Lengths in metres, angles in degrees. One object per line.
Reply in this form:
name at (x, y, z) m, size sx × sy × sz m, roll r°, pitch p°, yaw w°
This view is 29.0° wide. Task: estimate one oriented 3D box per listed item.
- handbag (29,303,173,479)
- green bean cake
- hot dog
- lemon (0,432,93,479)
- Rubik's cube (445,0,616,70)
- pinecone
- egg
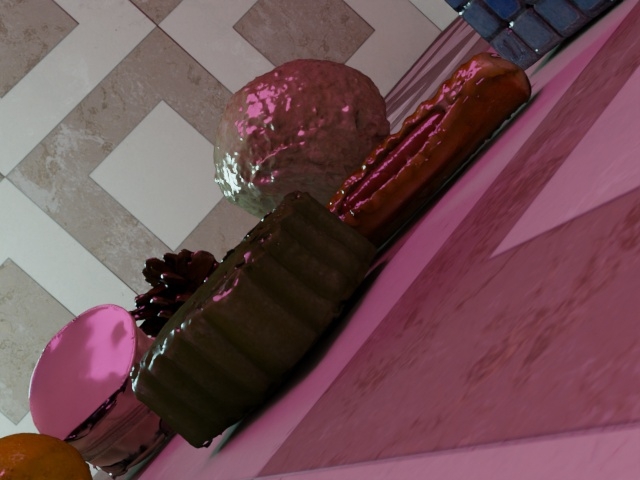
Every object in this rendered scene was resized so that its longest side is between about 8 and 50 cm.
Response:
handbag at (-0.271, 0.193, 1.592) m, size 0.205 × 0.116 × 0.179 m, roll -42°, pitch 46°, yaw 16°
green bean cake at (-0.062, 0.071, 1.124) m, size 0.214 × 0.113 × 0.200 m, roll -44°, pitch 5°, yaw 37°
hot dog at (0.082, -0.069, 1.180) m, size 0.289 × 0.068 × 0.083 m, roll -46°, pitch -29°, yaw 23°
lemon at (-0.350, 0.312, 1.459) m, size 0.173 × 0.173 × 0.206 m, roll -45°, pitch -10°, yaw 31°
Rubik's cube at (0.229, -0.351, 1.213) m, size 0.238 × 0.237 × 0.237 m, roll -49°, pitch 3°, yaw -24°
pinecone at (-0.202, 0.107, 1.848) m, size 0.195 × 0.150 × 0.179 m, roll -61°, pitch -37°, yaw -11°
egg at (-0.036, -0.159, 2.008) m, size 0.310 × 0.279 × 0.279 m, roll -35°, pitch 10°, yaw 30°
